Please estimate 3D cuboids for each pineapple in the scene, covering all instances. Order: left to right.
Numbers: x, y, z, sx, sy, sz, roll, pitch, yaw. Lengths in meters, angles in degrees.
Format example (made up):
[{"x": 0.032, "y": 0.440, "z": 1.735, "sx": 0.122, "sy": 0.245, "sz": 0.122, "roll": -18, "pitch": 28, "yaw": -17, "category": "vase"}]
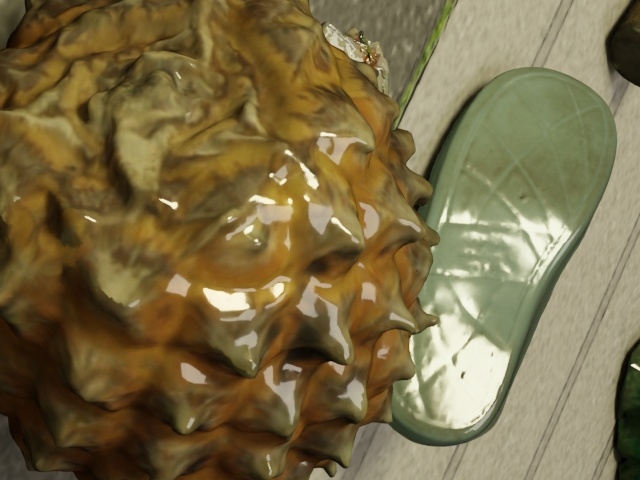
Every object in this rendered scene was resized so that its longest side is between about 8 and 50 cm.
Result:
[{"x": -0.038, "y": 0.012, "z": 0.580, "sx": 0.166, "sy": 0.166, "sz": 0.193, "roll": -54, "pitch": 156, "yaw": -29, "category": "pineapple"}]

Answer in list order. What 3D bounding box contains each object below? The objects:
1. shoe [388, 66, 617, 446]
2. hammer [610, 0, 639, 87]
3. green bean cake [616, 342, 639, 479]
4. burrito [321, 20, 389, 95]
[{"x": 0.072, "y": 0.011, "z": 0.865, "sx": 0.195, "sy": 0.079, "sz": 0.078, "roll": -67, "pitch": -173, "yaw": -25, "category": "shoe"}, {"x": 0.279, "y": -0.254, "z": 1.083, "sx": 0.440, "sy": 0.044, "sz": 0.168, "roll": -54, "pitch": 145, "yaw": -28, "category": "hammer"}, {"x": 0.300, "y": 0.128, "z": 1.254, "sx": 0.241, "sy": 0.132, "sz": 0.255, "roll": -45, "pitch": 142, "yaw": -45, "category": "green bean cake"}, {"x": 0.002, "y": 0.000, "z": 0.744, "sx": 0.058, "sy": 0.045, "sz": 0.188, "roll": -39, "pitch": 136, "yaw": -55, "category": "burrito"}]
